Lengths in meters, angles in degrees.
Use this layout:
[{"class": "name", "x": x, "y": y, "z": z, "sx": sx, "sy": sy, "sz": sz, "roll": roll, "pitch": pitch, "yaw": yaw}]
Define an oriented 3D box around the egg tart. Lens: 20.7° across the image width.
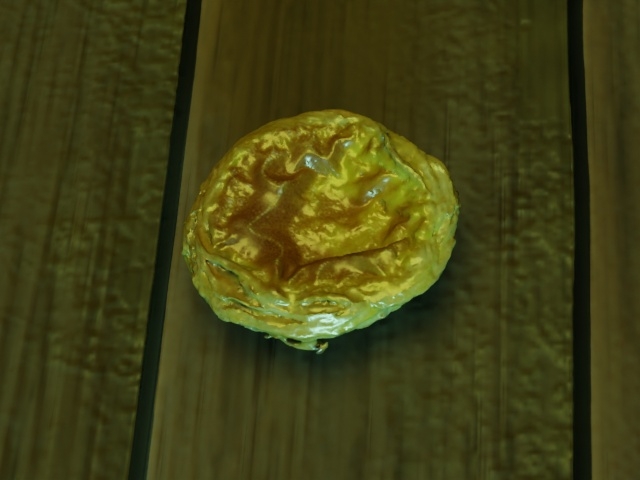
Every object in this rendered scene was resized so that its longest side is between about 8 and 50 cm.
[{"class": "egg tart", "x": 0.000, "y": 0.000, "z": 0.807, "sx": 0.130, "sy": 0.052, "sz": 0.130, "roll": -4, "pitch": 55, "yaw": 6}]
